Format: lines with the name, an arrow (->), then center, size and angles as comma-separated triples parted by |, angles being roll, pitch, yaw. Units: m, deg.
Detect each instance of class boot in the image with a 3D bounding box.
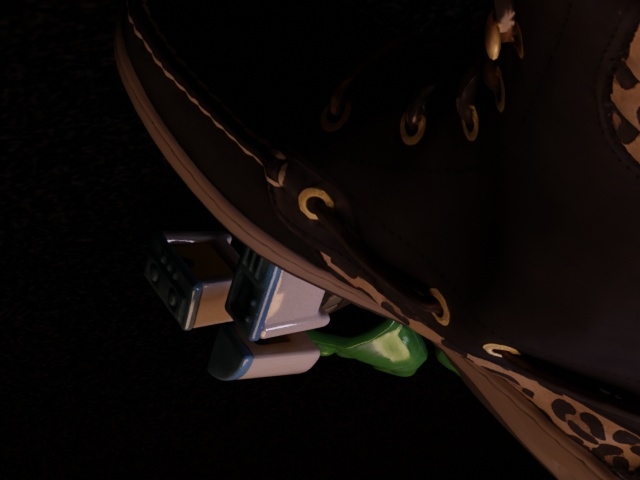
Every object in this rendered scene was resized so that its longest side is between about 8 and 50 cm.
boot -> 0.067, -0.058, 0.463 | 0.138, 0.377, 0.284 | -39, 162, -22

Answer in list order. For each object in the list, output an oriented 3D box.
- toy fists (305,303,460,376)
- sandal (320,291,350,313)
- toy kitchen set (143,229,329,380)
toy fists -> 0.107, 0.080, 1.170 | 0.279, 0.096, 0.142 | 1, 173, 15
sandal -> 0.000, 0.000, 1.007 | 0.090, 0.060, 0.219 | -15, 149, -11
toy kitchen set -> -0.070, -0.017, 0.887 | 0.122, 0.166, 0.207 | -1, 123, -34
